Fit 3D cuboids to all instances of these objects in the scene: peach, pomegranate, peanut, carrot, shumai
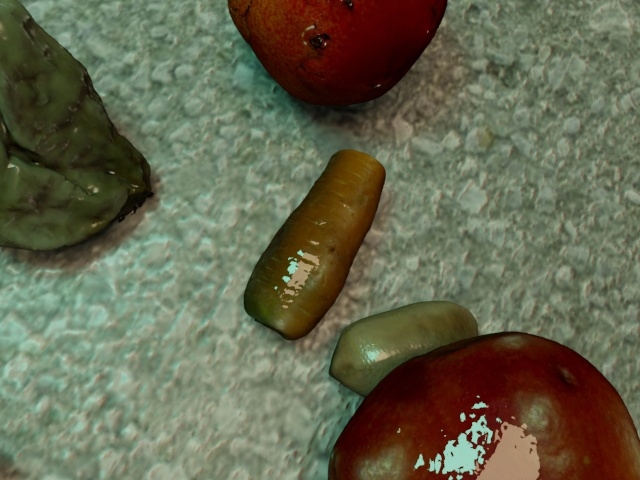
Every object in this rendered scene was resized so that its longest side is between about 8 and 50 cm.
[{"bbox_3d":[0.124,0.183,0.431,0.244,0.199,0.243,-6,113,-15],"label":"peach"},{"bbox_3d":[0.010,-0.243,0.552,0.210,0.210,0.235,-19,38,-13],"label":"pomegranate"},{"bbox_3d":[0.080,0.100,0.529,0.152,0.076,0.076,-16,78,-10],"label":"peanut"},{"bbox_3d":[0.000,0.000,0.536,0.087,0.087,0.193,30,74,0],"label":"carrot"},{"bbox_3d":[-0.273,-0.095,0.465,0.218,0.185,0.184,41,73,4],"label":"shumai"}]
